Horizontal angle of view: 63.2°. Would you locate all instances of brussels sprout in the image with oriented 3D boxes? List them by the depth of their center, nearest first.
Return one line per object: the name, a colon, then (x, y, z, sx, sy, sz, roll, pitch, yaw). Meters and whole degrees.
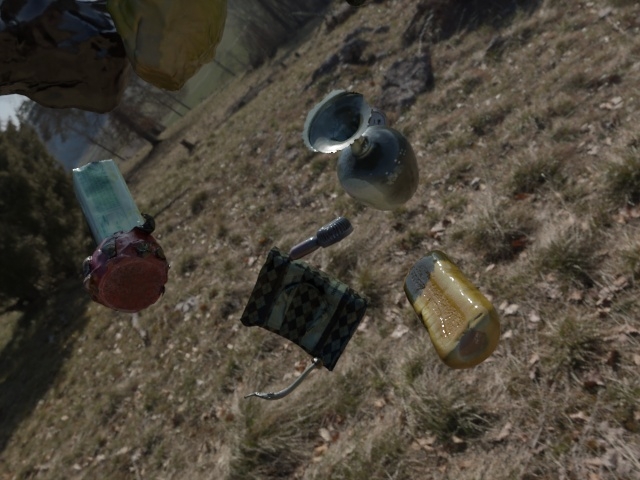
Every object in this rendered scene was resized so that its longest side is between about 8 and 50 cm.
brussels sprout: (-0.313, -0.479, 1.057, 0.274, 0.242, 0.317, 109, 167, -55)

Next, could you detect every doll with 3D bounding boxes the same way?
doll: (0.196, -0.458, 2.171, 0.151, 0.150, 0.287, -60, 5, -5)

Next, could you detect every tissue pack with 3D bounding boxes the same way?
tissue pack: (-0.654, -0.028, 1.682, 0.388, 0.162, 0.287, 55, 152, 29)

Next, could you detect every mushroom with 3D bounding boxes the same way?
mushroom: (-0.120, 0.471, 1.692, 0.306, 0.043, 0.068, -33, 23, 12)

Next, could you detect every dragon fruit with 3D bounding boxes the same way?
dragon fruit: (-0.485, 0.078, 1.311, 0.282, 0.211, 0.147, -62, 26, 18)

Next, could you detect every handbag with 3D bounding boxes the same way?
handbag: (-0.066, 0.253, 1.909, 0.317, 0.416, 0.180, -62, -5, 9)

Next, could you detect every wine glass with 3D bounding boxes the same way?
wine glass: (0.127, -0.231, 1.422, 0.238, 0.323, 0.238, -19, 50, 25)

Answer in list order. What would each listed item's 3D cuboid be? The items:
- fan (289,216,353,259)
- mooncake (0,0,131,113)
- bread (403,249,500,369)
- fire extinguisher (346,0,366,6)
fan: (0.000, 0.000, 1.820, 0.244, 0.074, 0.130, -29, 9, 12)
mooncake: (-0.612, -0.451, 1.114, 0.381, 0.351, 0.212, -25, -23, -47)
bread: (0.262, 0.131, 1.050, 0.142, 0.091, 0.305, -50, 21, 14)
fire extinguisher: (0.155, -0.957, 2.002, 0.114, 0.095, 0.311, -22, 18, 25)
